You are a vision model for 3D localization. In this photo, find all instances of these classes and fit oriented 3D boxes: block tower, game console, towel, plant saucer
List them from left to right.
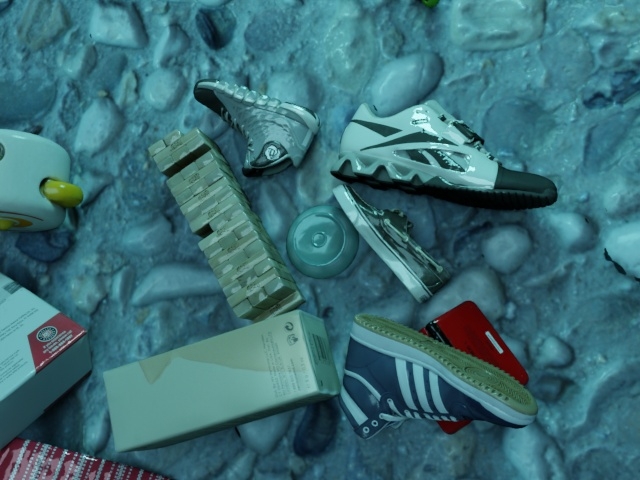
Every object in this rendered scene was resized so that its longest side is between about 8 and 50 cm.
[{"bbox_3d":[-0.375,0.420,1.036,0.275,0.031,0.198,16,66,-3],"label":"towel"},{"bbox_3d":[-0.149,-0.026,1.100,0.091,0.097,0.335,-34,73,7],"label":"block tower"},{"bbox_3d":[0.000,0.000,1.092,0.119,0.021,0.119,-3,78,15],"label":"plant saucer"},{"bbox_3d":[0.201,0.181,1.005,0.124,0.085,0.144,-26,71,-24],"label":"game console"}]

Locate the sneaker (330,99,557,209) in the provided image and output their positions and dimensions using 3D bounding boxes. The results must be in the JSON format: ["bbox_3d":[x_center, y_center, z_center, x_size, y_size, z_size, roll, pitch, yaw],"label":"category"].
[{"bbox_3d":[0.185,-0.133,1.017,0.331,0.122,0.146,14,84,17],"label":"sneaker"}]

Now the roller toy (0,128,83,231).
[{"bbox_3d":[-0.519,-0.089,1.164,0.191,0.209,0.146,-16,70,52],"label":"roller toy"}]

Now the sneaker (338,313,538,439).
[{"bbox_3d":[0.142,0.218,0.933,0.282,0.099,0.153,23,101,38],"label":"sneaker"}]

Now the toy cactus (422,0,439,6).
[{"bbox_3d":[0.148,-0.481,1.121,0.181,0.112,0.219,-33,63,-4],"label":"toy cactus"}]

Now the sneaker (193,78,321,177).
[{"bbox_3d":[-0.123,-0.174,1.130,0.229,0.086,0.132,19,86,17],"label":"sneaker"}]

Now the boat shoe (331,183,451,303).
[{"bbox_3d":[0.105,-0.010,1.041,0.070,0.078,0.219,-41,80,5],"label":"boat shoe"}]

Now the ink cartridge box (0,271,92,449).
[{"bbox_3d":[-0.534,0.167,1.104,0.273,0.114,0.197,29,46,18],"label":"ink cartridge box"}]

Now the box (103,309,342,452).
[{"bbox_3d":[-0.141,0.210,1.022,0.311,0.148,0.121,-18,73,10],"label":"box"}]
